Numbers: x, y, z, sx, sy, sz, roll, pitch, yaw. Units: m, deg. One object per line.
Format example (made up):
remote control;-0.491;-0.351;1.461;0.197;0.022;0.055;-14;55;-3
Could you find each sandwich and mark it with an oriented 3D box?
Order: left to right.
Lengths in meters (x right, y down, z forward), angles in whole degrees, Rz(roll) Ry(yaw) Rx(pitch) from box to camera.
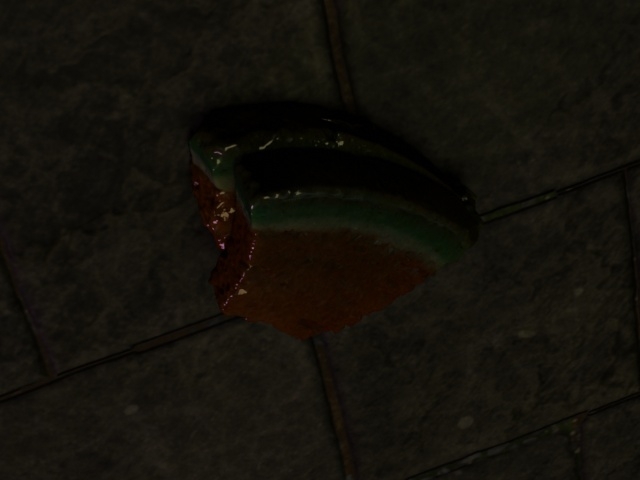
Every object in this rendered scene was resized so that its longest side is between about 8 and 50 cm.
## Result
sandwich;-0.001;-0.011;1.632;0.212;0.109;0.292;-44;132;14
